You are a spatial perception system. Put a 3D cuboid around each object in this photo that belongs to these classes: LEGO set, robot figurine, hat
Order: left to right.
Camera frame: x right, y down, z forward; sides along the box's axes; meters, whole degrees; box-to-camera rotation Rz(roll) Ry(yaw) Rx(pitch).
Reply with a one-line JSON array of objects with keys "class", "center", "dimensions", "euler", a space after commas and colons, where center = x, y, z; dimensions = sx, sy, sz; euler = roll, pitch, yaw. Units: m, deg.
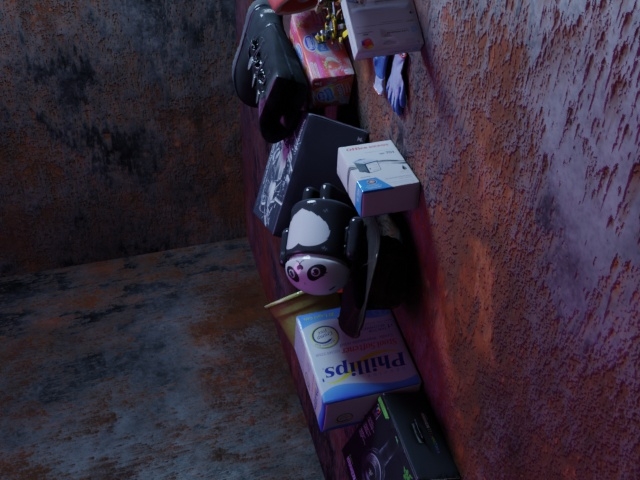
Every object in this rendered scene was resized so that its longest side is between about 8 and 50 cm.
[{"class": "robot figurine", "center": [0.000, -0.001, 1.854], "dimensions": [0.209, 0.173, 0.278], "euler": [129, 149, -69]}, {"class": "LEGO set", "center": [0.022, -0.581, 1.694], "dimensions": [0.331, 0.192, 0.255], "euler": [-147, 49, -65]}, {"class": "hat", "center": [0.145, 0.087, 1.847], "dimensions": [0.331, 0.134, 0.331], "euler": [-171, 90, -77]}]

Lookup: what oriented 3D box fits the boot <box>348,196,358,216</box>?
[{"class": "boot", "center": [0.065, -0.085, 2.193], "dimensions": [0.269, 0.089, 0.236], "euler": [-126, 35, -65]}]

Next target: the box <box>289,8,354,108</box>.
[{"class": "box", "center": [-0.002, -0.511, 2.057], "dimensions": [0.128, 0.122, 0.257], "euler": [103, 155, -60]}]

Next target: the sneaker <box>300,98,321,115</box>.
[{"class": "sneaker", "center": [-0.024, -0.495, 2.275], "dimensions": [0.124, 0.107, 0.283], "euler": [58, 163, 29]}]

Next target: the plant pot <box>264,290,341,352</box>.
[{"class": "plant pot", "center": [-0.018, 0.287, 2.486], "dimensions": [0.276, 0.276, 0.254], "euler": [148, 100, -76]}]

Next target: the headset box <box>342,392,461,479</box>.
[{"class": "headset box", "center": [0.196, 0.547, 1.823], "dimensions": [0.283, 0.131, 0.246], "euler": [-62, 35, 37]}]

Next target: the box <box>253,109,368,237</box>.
[{"class": "box", "center": [-0.039, -0.188, 2.085], "dimensions": [0.312, 0.179, 0.343], "euler": [-140, 65, -69]}]

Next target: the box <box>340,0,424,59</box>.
[{"class": "box", "center": [0.121, -0.473, 1.513], "dimensions": [0.038, 0.145, 0.186], "euler": [120, 138, -74]}]

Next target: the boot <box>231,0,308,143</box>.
[{"class": "boot", "center": [-0.149, -0.432, 2.129], "dimensions": [0.367, 0.146, 0.445], "euler": [100, 159, -44]}]

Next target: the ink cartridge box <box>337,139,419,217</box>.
[{"class": "ink cartridge box", "center": [0.131, -0.146, 1.716], "dimensions": [0.191, 0.139, 0.082], "euler": [-114, 18, -47]}]

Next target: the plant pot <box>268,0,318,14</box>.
[{"class": "plant pot", "center": [-0.073, -0.747, 1.936], "dimensions": [0.275, 0.275, 0.243], "euler": [174, 76, -77]}]

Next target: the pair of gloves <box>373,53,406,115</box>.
[{"class": "pair of gloves", "center": [0.159, -0.389, 1.688], "dimensions": [0.198, 0.023, 0.159], "euler": [-115, 22, -47]}]

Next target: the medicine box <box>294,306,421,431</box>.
[{"class": "medicine box", "center": [0.092, 0.329, 1.959], "dimensions": [0.149, 0.263, 0.289], "euler": [93, 162, -45]}]

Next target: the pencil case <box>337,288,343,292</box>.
[{"class": "pencil case", "center": [0.031, 0.061, 2.250], "dimensions": [0.236, 0.104, 0.104], "euler": [60, -174, -46]}]
